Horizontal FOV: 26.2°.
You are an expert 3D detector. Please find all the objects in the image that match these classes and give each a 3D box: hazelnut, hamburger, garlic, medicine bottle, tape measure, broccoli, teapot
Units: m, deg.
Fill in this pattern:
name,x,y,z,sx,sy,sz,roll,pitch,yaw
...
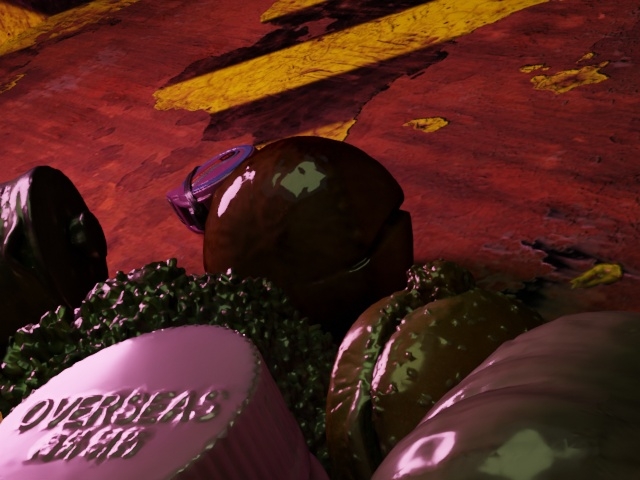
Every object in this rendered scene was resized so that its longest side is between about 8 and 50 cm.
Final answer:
name,x,y,z,sx,sy,sz,roll,pitch,yaw
hazelnut,0.000,0.000,1.281,0.208,0.208,0.208,-20,25,10
hamburger,0.098,0.120,0.898,0.122,0.215,0.189,-19,8,47
garlic,0.137,0.193,0.641,0.259,0.317,0.317,-41,8,43
medicine bottle,-0.054,0.209,0.767,0.178,0.290,0.178,-19,26,9
tape measure,-0.111,-0.057,1.602,0.118,0.074,0.125,-35,21,-9
broccoli,-0.096,0.142,1.009,0.288,0.259,0.235,12,-12,-32
teapot,-0.392,0.044,1.550,0.337,0.200,0.270,-17,-7,12
